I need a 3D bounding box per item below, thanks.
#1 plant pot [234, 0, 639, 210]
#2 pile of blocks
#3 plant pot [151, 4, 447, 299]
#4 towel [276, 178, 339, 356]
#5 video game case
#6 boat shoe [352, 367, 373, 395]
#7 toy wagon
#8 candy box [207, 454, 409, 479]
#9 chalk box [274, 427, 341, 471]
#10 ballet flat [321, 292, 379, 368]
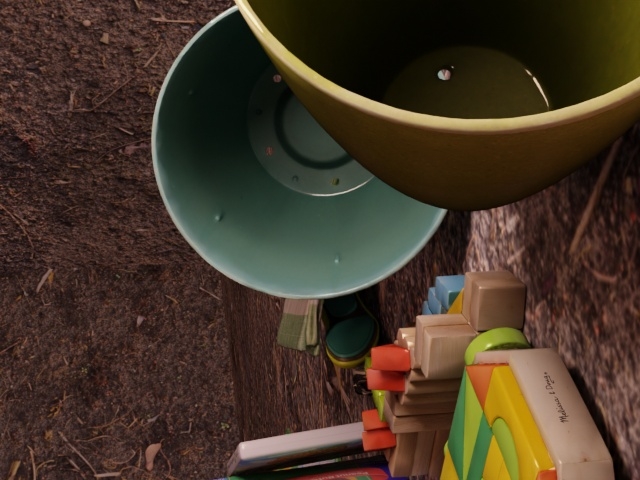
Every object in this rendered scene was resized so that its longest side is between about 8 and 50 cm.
[{"bbox_3d":[0.097,-0.130,0.643,0.293,0.275,0.274,71,-168,-69],"label":"plant pot"},{"bbox_3d":[0.092,0.118,1.011,0.362,0.113,0.148,105,160,-56],"label":"pile of blocks"},{"bbox_3d":[-0.005,-0.112,1.067,0.235,0.293,0.292,-71,-18,-75],"label":"plant pot"},{"bbox_3d":[0.000,0.000,1.473,0.248,0.038,0.324,168,115,-79],"label":"towel"},{"bbox_3d":[-0.007,0.263,1.296,0.193,0.213,0.023,116,145,-69],"label":"video game case"},{"bbox_3d":[0.064,0.188,1.356,0.125,0.046,0.038,129,137,-78],"label":"boat shoe"},{"bbox_3d":[0.156,0.251,0.817,0.267,0.068,0.344,-105,17,-51],"label":"toy wagon"},{"bbox_3d":[-0.009,0.358,1.181,0.317,0.268,0.122,-161,65,-78],"label":"candy box"},{"bbox_3d":[-0.032,0.420,1.693,0.132,0.132,0.213,103,162,-59],"label":"chalk box"},{"bbox_3d":[0.043,0.129,1.417,0.231,0.077,0.077,-108,-1,-65],"label":"ballet flat"}]
